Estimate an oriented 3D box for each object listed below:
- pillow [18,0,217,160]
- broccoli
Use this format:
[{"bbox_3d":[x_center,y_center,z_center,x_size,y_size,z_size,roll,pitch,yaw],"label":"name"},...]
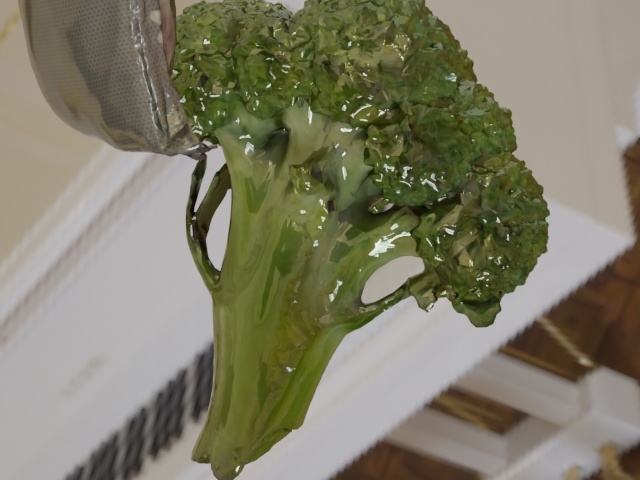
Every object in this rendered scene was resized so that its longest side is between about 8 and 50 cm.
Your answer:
[{"bbox_3d":[-0.107,-0.155,0.743,0.169,0.059,0.255,22,123,61],"label":"pillow"},{"bbox_3d":[0.024,-0.024,1.152,0.186,0.254,0.302,-43,-57,-73],"label":"broccoli"}]
